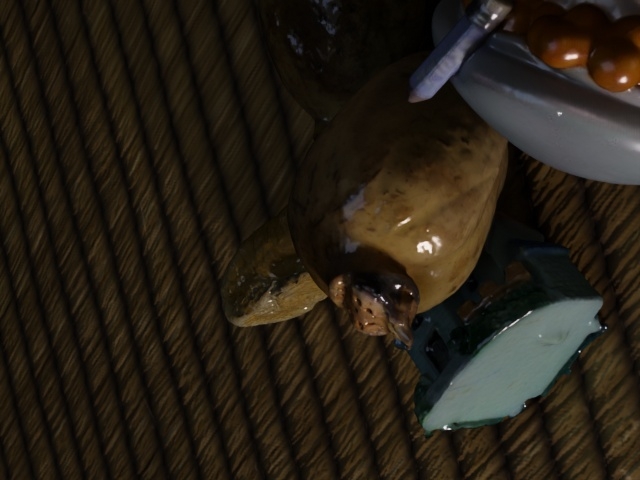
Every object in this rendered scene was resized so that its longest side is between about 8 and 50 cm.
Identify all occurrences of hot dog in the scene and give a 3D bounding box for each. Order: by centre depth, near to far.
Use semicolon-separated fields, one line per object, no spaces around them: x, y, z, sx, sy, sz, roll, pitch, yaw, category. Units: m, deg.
0.000;0.000;1.359;0.242;0.084;0.073;-35;72;47;hot dog

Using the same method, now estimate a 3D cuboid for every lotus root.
0.057;-0.037;1.174;0.140;0.257;0.154;21;139;11;lotus root
0.015;-0.169;1.282;0.138;0.138;0.214;14;108;46;lotus root

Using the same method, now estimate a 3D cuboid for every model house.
0.112;0.042;1.228;0.148;0.119;0.148;58;134;34;model house

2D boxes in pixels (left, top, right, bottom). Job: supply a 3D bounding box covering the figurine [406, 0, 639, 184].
0.209;-0.221;1.053;0.205;0.225;0.381;94;-167;-84;figurine
